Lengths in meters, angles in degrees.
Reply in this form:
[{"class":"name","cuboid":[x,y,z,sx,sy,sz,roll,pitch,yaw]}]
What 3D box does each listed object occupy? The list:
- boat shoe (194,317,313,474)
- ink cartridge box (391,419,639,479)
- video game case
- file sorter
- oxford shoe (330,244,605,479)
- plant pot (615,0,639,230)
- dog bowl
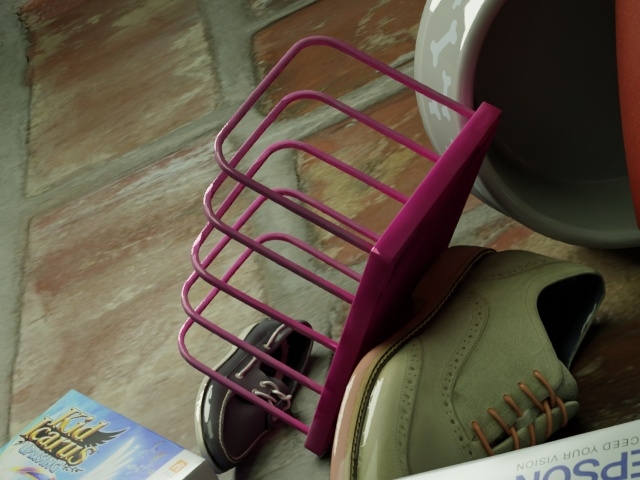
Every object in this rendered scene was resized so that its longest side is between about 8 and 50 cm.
[{"class":"boat shoe","cuboid":[-0.059,0.137,1.476,0.065,0.075,0.206,-17,24,26]},{"class":"ink cartridge box","cuboid":[0.079,0.281,0.950,0.324,0.071,0.330,-18,39,26]},{"class":"video game case","cuboid":[-0.248,0.261,1.449,0.244,0.061,0.269,-39,29,-23]},{"class":"file sorter","cuboid":[0.000,0.000,1.371,0.182,0.291,0.202,30,51,10]},{"class":"oxford shoe","cuboid":[0.122,0.130,1.260,0.146,0.140,0.397,-3,37,29]},{"class":"plant pot","cuboid":[0.361,-0.176,1.198,0.267,0.236,0.267,-15,-10,-7]},{"class":"dog bowl","cuboid":[0.262,-0.150,1.402,0.348,0.349,0.102,-25,24,5]}]
